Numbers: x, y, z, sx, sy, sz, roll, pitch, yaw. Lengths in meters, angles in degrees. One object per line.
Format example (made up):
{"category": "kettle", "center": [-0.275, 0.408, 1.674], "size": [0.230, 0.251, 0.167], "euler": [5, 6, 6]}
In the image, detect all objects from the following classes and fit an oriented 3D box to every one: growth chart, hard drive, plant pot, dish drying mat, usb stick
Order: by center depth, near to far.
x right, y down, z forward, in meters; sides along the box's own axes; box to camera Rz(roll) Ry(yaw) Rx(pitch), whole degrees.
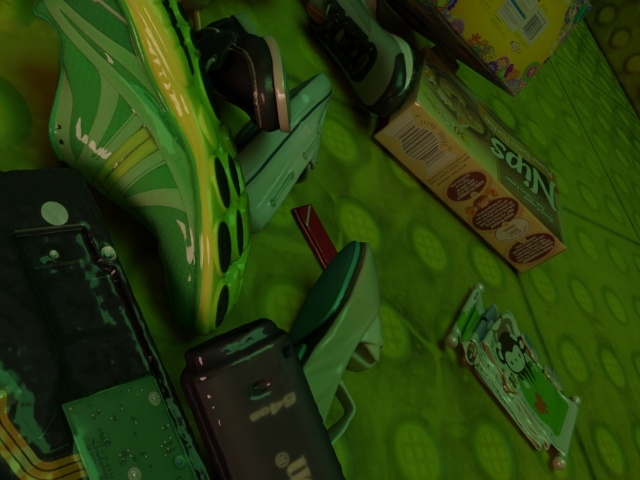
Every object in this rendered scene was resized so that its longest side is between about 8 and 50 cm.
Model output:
{"category": "hard drive", "center": [-0.178, 0.123, 0.322], "size": [0.237, 0.064, 0.338], "euler": [-12, 70, -51]}
{"category": "usb stick", "center": [-0.009, 0.188, 0.406], "size": [0.077, 0.045, 0.277], "euler": [-22, 94, -19]}
{"category": "dish drying mat", "center": [0.000, 0.000, 0.661], "size": [0.032, 0.008, 0.083], "euler": [-17, 74, -53]}
{"category": "growth chart", "center": [0.246, 0.161, 0.791], "size": [0.237, 0.021, 0.172], "euler": [49, 36, -7]}
{"category": "plant pot", "center": [0.173, -0.266, 1.004], "size": [0.083, 0.079, 0.083], "euler": [27, 45, -31]}

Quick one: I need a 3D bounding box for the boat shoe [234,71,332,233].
{"category": "boat shoe", "center": [-0.041, -0.089, 0.644], "size": [0.075, 0.083, 0.226], "euler": [54, 46, -20]}

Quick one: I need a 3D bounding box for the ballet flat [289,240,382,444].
{"category": "ballet flat", "center": [0.004, 0.101, 0.527], "size": [0.086, 0.086, 0.248], "euler": [45, 46, -12]}

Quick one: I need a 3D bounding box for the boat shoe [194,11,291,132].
{"category": "boat shoe", "center": [-0.078, -0.147, 0.572], "size": [0.079, 0.084, 0.233], "euler": [-14, 32, -13]}

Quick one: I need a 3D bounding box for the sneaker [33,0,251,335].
{"category": "sneaker", "center": [-0.135, -0.068, 0.498], "size": [0.109, 0.124, 0.295], "euler": [-25, 98, -80]}

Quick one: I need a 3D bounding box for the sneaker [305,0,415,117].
{"category": "sneaker", "center": [0.040, -0.274, 0.864], "size": [0.108, 0.100, 0.271], "euler": [2, 54, -36]}

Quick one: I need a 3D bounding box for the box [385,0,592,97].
{"category": "box", "center": [0.199, -0.405, 0.951], "size": [0.290, 0.177, 0.279], "euler": [23, 20, -49]}

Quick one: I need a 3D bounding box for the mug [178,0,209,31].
{"category": "mug", "center": [-0.151, -0.264, 0.680], "size": [0.062, 0.078, 0.064], "euler": [28, 21, 19]}

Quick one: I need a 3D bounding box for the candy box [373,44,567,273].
{"category": "candy box", "center": [0.227, -0.119, 0.938], "size": [0.316, 0.088, 0.182], "euler": [40, 38, -19]}
